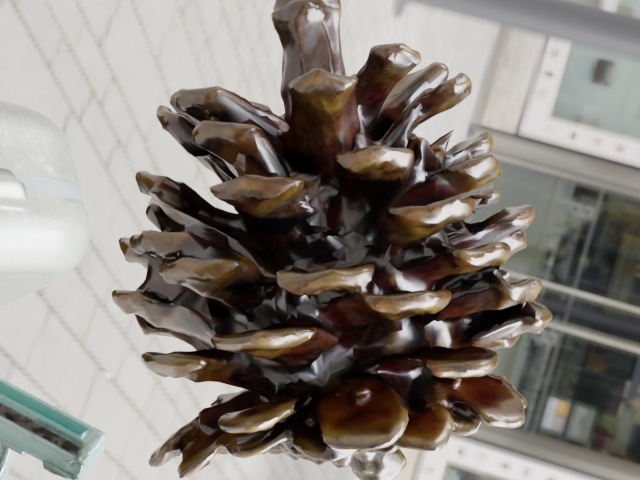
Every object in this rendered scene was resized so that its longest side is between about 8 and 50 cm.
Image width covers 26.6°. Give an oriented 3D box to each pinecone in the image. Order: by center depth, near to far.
[{"bbox_3d":[0.000,0.000,0.593,0.168,0.185,0.212,102,-22,-71],"label":"pinecone"}]

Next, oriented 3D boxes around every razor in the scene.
[{"bbox_3d":[-0.133,0.127,0.399,0.191,0.068,0.037,-64,172,-2],"label":"razor"}]

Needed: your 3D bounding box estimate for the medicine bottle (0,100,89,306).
[{"bbox_3d":[-0.326,-0.008,0.738,0.375,0.282,0.123,2,70,-55],"label":"medicine bottle"}]
